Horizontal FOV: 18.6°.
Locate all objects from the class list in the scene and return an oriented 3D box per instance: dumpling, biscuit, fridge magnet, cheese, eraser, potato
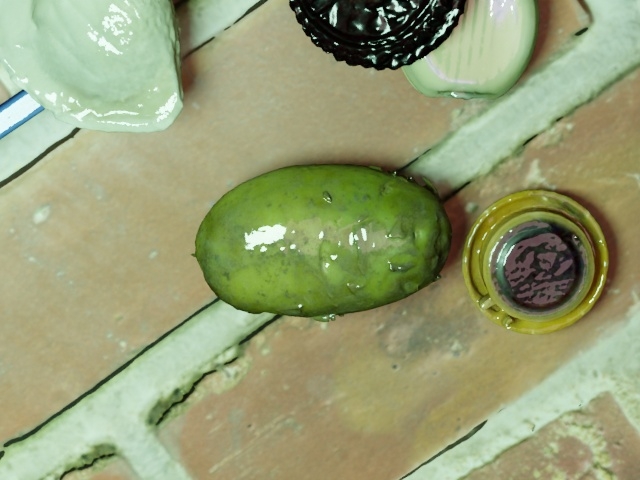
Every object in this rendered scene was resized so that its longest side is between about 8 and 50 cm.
[{"bbox_3d":[-0.214,-0.194,1.785,0.166,0.126,0.216,-23,105,0],"label":"dumpling"},{"bbox_3d":[0.051,-0.252,1.792,0.194,0.053,0.195,2,93,29],"label":"biscuit"},{"bbox_3d":[0.208,0.022,1.887,0.143,0.063,0.143,0,101,-1],"label":"fridge magnet"},{"bbox_3d":[0.142,-0.245,1.833,0.137,0.064,0.227,5,100,-7],"label":"cheese"},{"bbox_3d":[-0.293,-0.114,1.825,0.084,0.063,0.027,-34,102,2],"label":"eraser"},{"bbox_3d":[0.000,0.000,1.847,0.251,0.113,0.149,-6,108,6],"label":"potato"}]
